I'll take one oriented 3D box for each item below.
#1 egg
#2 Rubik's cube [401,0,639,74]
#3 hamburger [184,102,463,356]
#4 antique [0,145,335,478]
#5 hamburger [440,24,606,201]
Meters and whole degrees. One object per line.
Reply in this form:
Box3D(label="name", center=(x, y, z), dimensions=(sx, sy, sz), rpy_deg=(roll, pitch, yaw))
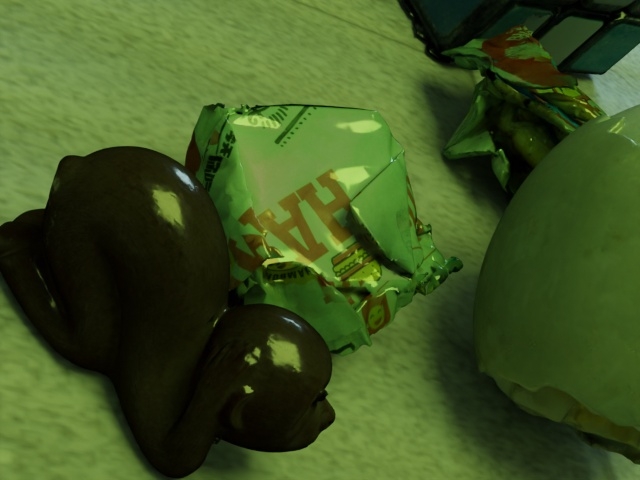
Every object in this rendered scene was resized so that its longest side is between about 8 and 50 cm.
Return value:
Box3D(label="egg", center=(0.294, 0.018, 1.216), dimensions=(0.278, 0.336, 0.278), rpy_deg=(30, -6, 3))
Box3D(label="Rubik's cube", center=(0.277, -0.428, 1.627), dimensions=(0.363, 0.359, 0.362), rpy_deg=(-4, 57, -47))
Box3D(label="hamburger", center=(0.003, 0.000, 1.135), dimensions=(0.235, 0.125, 0.214), rpy_deg=(8, 56, -37))
Box3D(label="antique", center=(-0.094, 0.047, 0.972), dimensions=(0.257, 0.143, 0.121), rpy_deg=(51, 33, 1))
Box3D(label="hamburger", center=(0.242, -0.083, 1.465), dimensions=(0.260, 0.150, 0.276), rpy_deg=(32, 18, -48))
